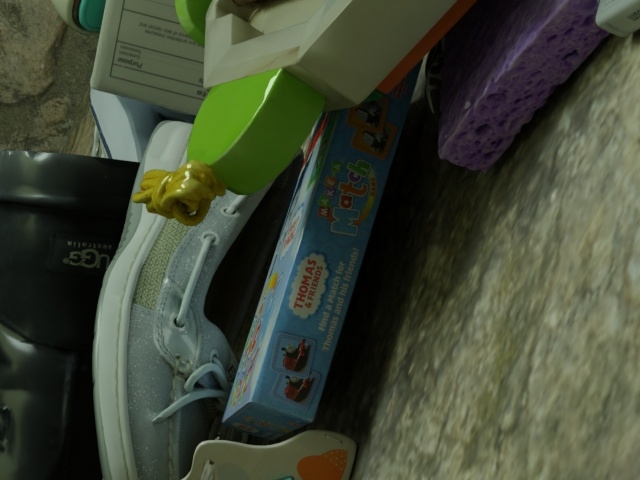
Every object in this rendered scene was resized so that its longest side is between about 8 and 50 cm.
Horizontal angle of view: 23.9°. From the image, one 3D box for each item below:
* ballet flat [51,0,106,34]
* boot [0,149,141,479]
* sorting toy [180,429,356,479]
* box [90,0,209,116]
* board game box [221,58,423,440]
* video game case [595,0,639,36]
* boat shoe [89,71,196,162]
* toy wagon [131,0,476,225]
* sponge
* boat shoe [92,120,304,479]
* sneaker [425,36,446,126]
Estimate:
[{"bbox_3d":[-0.143,-0.219,1.308,0.086,0.248,0.086,2,94,38],"label":"ballet flat"},{"bbox_3d":[-0.260,0.154,1.157,0.367,0.146,0.445,8,92,65],"label":"boot"},{"bbox_3d":[-0.035,0.123,0.752,0.083,0.075,0.044,127,159,-47],"label":"sorting toy"},{"bbox_3d":[-0.068,-0.253,1.130,0.121,0.148,0.311,-82,8,-63],"label":"box"},{"bbox_3d":[0.000,0.000,0.828,0.160,0.039,0.211,129,158,-76],"label":"board game box"},{"bbox_3d":[0.162,-0.167,0.566,0.143,0.019,0.157,-27,43,68],"label":"video game case"},{"bbox_3d":[-0.138,-0.037,1.270,0.156,0.136,0.367,-66,24,23],"label":"boat shoe"},{"bbox_3d":[0.014,-0.151,0.754,0.267,0.068,0.344,-3,59,63],"label":"toy wagon"},{"bbox_3d":[0.100,-0.141,0.726,0.117,0.031,0.210,-53,21,44],"label":"sponge"},{"bbox_3d":[-0.076,0.047,0.952,0.320,0.103,0.118,-83,-7,-46],"label":"boat shoe"},{"bbox_3d":[0.068,-0.083,0.772,0.035,0.031,0.083,110,176,-49],"label":"sneaker"}]
